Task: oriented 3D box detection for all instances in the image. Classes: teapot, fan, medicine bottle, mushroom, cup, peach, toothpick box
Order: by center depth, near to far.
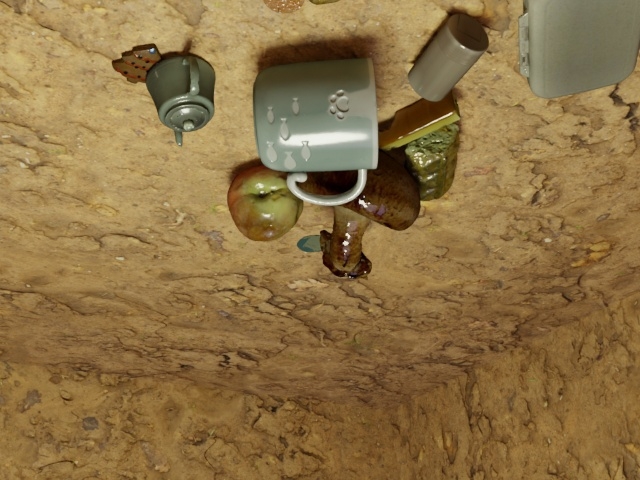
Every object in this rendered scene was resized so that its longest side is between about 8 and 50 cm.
[{"bbox_3d":[0.574,-0.472,1.617,0.282,0.123,0.375,-10,149,10],"label":"medicine bottle"},{"bbox_3d":[0.290,-0.414,1.682,0.111,0.111,0.181,8,148,-23],"label":"toothpick box"},{"bbox_3d":[-0.309,-0.319,1.686,0.162,0.149,0.239,0,151,-23],"label":"teapot"},{"bbox_3d":[-0.010,-0.244,1.731,0.274,0.259,0.357,-2,120,1],"label":"cup"},{"bbox_3d":[0.073,-0.093,1.997,0.356,0.331,0.334,-50,172,6],"label":"mushroom"},{"bbox_3d":[-0.150,-0.094,2.067,0.214,0.214,0.235,-8,158,5],"label":"peach"},{"bbox_3d":[0.000,0.000,2.451,0.175,0.005,0.113,-28,143,36],"label":"fan"}]

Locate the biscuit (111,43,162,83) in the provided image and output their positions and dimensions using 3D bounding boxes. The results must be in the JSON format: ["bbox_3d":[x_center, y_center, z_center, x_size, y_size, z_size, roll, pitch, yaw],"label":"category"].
[{"bbox_3d":[-0.406,-0.400,1.676,0.119,0.019,0.130,14,144,-30],"label":"biscuit"}]

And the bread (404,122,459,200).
[{"bbox_3d":[0.302,-0.208,2.026,0.152,0.130,0.268,-15,151,-3],"label":"bread"}]

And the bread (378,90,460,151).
[{"bbox_3d":[0.245,-0.306,1.886,0.226,0.088,0.049,-21,150,27],"label":"bread"}]

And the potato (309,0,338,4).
[{"bbox_3d":[0.011,-0.515,1.529,0.083,0.040,0.051,-5,160,3],"label":"potato"}]

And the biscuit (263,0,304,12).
[{"bbox_3d":[-0.104,-0.551,1.454,0.165,0.036,0.250,-15,145,18],"label":"biscuit"}]
